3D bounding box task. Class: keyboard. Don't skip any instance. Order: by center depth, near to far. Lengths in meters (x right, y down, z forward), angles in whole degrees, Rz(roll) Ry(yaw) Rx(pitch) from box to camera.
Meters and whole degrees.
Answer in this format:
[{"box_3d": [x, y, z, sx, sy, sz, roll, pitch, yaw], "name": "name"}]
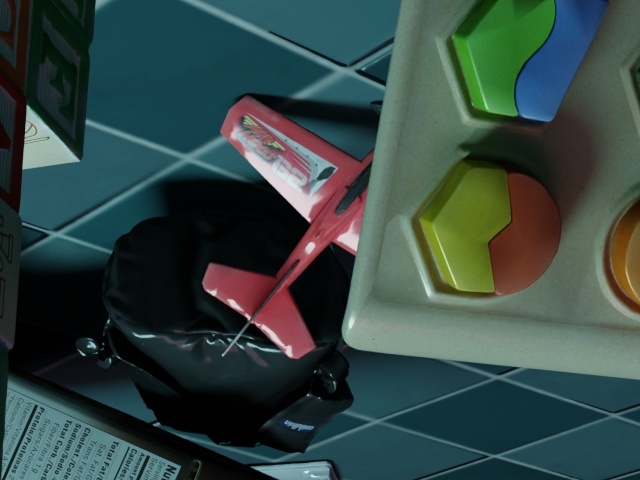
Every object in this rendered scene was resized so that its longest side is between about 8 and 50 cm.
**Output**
[{"box_3d": [-0.010, 0.232, 1.563, 0.072, 0.014, 0.256, 1, 156, 9], "name": "keyboard"}]

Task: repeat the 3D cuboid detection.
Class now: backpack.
[{"box_3d": [-0.046, 0.053, 1.044, 0.152, 0.115, 0.182, 12, 158, 6], "name": "backpack"}]

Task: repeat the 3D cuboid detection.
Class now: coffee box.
[{"box_3d": [-0.158, 0.152, 1.098, 0.297, 0.119, 0.168, 18, 173, 34], "name": "coffee box"}]

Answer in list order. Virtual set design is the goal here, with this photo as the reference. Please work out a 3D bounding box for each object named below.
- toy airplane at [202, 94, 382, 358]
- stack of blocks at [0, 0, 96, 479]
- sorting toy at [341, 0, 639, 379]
[{"box_3d": [0.000, 0.000, 0.924, 0.151, 0.151, 0.028, -2, -173, 4], "name": "toy airplane"}, {"box_3d": [-0.142, -0.075, 0.543, 0.087, 0.297, 0.171, -8, 153, 15], "name": "stack of blocks"}, {"box_3d": [0.119, -0.037, 0.790, 0.193, 0.208, 0.038, 7, -165, -16], "name": "sorting toy"}]
